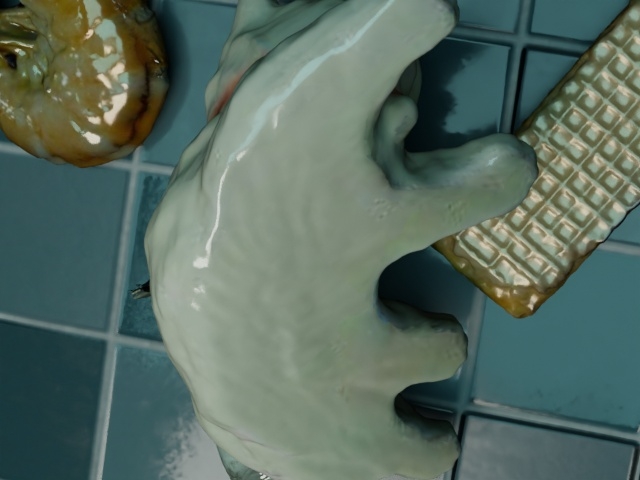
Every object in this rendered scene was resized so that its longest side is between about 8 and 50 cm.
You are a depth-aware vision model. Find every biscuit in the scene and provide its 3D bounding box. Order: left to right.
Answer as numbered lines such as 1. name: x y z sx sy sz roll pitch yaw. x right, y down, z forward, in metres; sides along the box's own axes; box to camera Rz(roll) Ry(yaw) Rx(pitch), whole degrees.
1. biscuit: 0.216 -0.113 0.730 0.094 0.054 0.378 41 103 5

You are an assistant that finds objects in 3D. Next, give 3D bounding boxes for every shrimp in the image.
1. shrimp: -0.209 -0.179 0.809 0.152 0.063 0.287 -29 92 25

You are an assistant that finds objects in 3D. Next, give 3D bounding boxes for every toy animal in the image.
1. toy animal: 0.000 0.000 0.737 0.266 0.188 0.308 -42 129 -1

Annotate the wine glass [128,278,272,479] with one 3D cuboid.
1. wine glass: -0.063 0.084 0.805 0.072 0.072 0.155 -28 91 13
